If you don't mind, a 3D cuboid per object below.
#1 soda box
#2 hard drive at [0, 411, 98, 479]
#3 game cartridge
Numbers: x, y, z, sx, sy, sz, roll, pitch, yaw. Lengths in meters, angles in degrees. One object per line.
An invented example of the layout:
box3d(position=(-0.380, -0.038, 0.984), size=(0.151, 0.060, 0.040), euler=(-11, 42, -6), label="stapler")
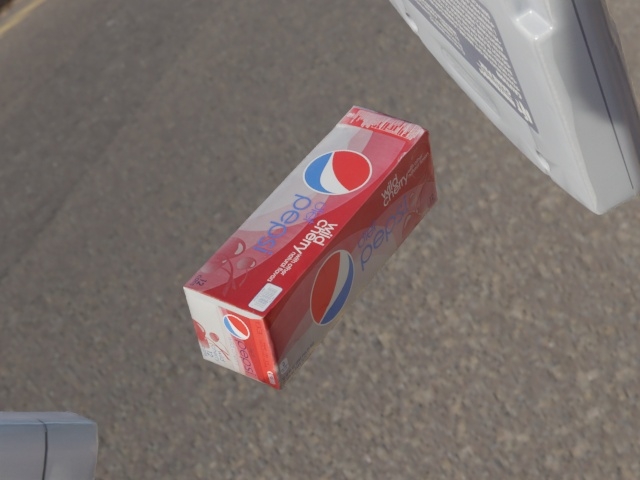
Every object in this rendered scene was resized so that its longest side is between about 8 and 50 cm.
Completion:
box3d(position=(0.000, 0.000, 1.029), size=(0.083, 0.092, 0.263), euler=(19, 49, 30), label="soda box")
box3d(position=(-0.277, 0.196, 0.557), size=(0.047, 0.353, 0.233), euler=(9, 91, 48), label="hard drive")
box3d(position=(0.090, -0.151, 0.716), size=(0.060, 0.196, 0.294), euler=(-30, 46, -3), label="game cartridge")
